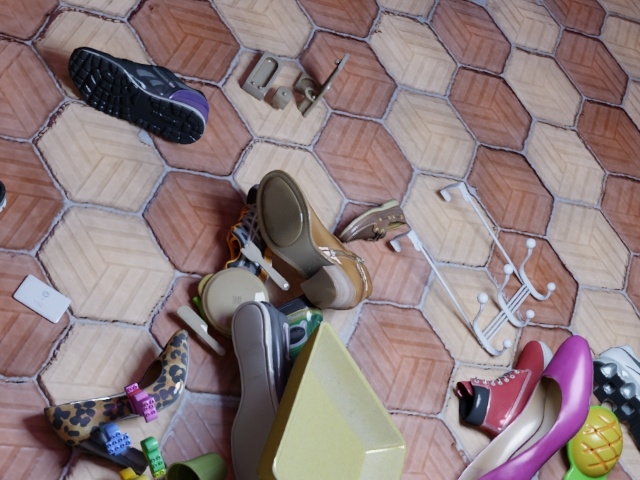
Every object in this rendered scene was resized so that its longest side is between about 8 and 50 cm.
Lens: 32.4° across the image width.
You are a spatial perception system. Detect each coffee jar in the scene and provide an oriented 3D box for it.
[{"bbox_3d":[-0.026,0.192,1.973,0.079,0.096,0.184,33,35,-63],"label":"coffee jar"}]

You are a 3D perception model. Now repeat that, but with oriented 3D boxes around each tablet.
[{"bbox_3d":[-0.462,0.097,1.830,0.083,0.006,0.054,34,49,-9],"label":"tablet"}]

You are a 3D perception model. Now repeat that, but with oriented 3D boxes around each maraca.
[{"bbox_3d":[0.538,0.419,2.177,0.127,0.099,0.186,18,79,-18],"label":"maraca"}]

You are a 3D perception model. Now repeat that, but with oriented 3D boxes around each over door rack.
[{"bbox_3d":[0.330,0.045,2.269,0.324,0.108,0.239,49,48,0],"label":"over door rack"}]

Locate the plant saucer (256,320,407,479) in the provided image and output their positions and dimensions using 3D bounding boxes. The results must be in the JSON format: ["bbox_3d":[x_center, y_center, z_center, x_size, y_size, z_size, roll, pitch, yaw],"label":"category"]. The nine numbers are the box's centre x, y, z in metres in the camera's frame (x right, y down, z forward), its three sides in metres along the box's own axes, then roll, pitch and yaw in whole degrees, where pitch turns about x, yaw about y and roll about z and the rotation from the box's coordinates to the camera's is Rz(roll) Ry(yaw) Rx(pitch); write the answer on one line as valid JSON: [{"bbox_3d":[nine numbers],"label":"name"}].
[{"bbox_3d":[0.013,0.361,1.812,0.333,0.081,0.333,58,32,-29],"label":"plant saucer"}]

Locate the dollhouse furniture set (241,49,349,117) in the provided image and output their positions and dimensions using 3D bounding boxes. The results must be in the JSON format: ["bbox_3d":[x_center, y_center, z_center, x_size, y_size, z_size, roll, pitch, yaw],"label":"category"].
[{"bbox_3d":[-0.051,-0.351,2.289,0.151,0.123,0.144,34,49,-8],"label":"dollhouse furniture set"}]

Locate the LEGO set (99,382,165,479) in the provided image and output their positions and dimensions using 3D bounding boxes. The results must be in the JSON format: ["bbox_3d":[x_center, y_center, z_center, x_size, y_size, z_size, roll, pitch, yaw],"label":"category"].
[{"bbox_3d":[-0.268,0.343,1.683,0.087,0.093,0.227,-24,100,-27],"label":"LEGO set"}]

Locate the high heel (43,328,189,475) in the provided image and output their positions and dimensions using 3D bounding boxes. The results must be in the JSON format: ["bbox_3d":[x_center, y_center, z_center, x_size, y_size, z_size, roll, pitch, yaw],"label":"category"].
[{"bbox_3d":[-0.320,0.224,1.772,0.186,0.093,0.261,31,58,-19],"label":"high heel"}]

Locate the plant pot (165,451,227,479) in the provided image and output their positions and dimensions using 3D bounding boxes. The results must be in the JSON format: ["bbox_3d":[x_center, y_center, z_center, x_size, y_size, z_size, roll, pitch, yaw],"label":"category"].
[{"bbox_3d":[-0.193,0.380,1.773,0.083,0.083,0.079,54,36,9],"label":"plant pot"}]

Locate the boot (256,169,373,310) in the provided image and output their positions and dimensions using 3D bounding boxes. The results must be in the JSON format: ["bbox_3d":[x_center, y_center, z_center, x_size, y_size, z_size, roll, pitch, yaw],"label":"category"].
[{"bbox_3d":[0.000,0.000,2.057,0.283,0.109,0.220,57,19,12],"label":"boot"}]

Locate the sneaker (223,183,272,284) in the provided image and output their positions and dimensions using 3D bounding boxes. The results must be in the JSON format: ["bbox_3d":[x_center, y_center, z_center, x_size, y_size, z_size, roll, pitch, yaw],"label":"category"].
[{"bbox_3d":[-0.132,-0.017,2.056,0.083,0.084,0.215,13,56,-18],"label":"sneaker"}]

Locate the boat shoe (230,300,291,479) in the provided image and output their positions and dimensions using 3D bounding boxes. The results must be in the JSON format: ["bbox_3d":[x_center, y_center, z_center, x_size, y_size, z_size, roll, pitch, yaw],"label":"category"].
[{"bbox_3d":[-0.086,0.267,1.873,0.095,0.112,0.335,20,61,-49],"label":"boat shoe"}]

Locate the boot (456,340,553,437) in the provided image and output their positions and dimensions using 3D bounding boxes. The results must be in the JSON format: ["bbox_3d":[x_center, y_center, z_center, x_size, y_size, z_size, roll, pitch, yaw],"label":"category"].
[{"bbox_3d":[0.359,0.274,2.167,0.176,0.088,0.244,29,54,-11],"label":"boot"}]

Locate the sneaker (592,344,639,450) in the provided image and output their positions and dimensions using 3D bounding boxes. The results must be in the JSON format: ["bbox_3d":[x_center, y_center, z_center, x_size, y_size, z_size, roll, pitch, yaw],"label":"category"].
[{"bbox_3d":[0.707,0.355,2.299,0.146,0.122,0.331,-27,78,-38],"label":"sneaker"}]

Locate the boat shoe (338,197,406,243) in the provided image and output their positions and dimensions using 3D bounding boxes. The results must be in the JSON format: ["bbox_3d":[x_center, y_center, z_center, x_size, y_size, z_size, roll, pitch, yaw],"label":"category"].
[{"bbox_3d":[0.110,-0.030,2.222,0.178,0.064,0.060,-26,76,-43],"label":"boat shoe"}]

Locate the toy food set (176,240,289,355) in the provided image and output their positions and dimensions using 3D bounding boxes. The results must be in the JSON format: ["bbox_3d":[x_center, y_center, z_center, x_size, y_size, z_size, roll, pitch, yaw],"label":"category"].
[{"bbox_3d":[-0.156,0.107,1.969,0.132,0.038,0.192,47,67,-1],"label":"toy food set"}]

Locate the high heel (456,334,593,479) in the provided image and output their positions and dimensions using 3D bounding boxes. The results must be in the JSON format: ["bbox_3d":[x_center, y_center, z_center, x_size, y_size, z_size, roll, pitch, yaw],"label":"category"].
[{"bbox_3d":[0.377,0.333,2.028,0.181,0.127,0.377,24,78,-22],"label":"high heel"}]

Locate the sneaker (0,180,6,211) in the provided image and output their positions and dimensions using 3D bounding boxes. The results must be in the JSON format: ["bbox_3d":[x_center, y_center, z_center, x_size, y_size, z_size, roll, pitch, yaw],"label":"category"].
[{"bbox_3d":[-0.590,-0.063,1.808,0.170,0.075,0.063,-21,74,-38],"label":"sneaker"}]

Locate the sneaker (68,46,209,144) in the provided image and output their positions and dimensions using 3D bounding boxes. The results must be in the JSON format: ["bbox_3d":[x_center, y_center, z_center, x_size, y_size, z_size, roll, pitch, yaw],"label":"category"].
[{"bbox_3d":[-0.345,-0.292,2.107,0.283,0.107,0.124,30,35,-17],"label":"sneaker"}]
